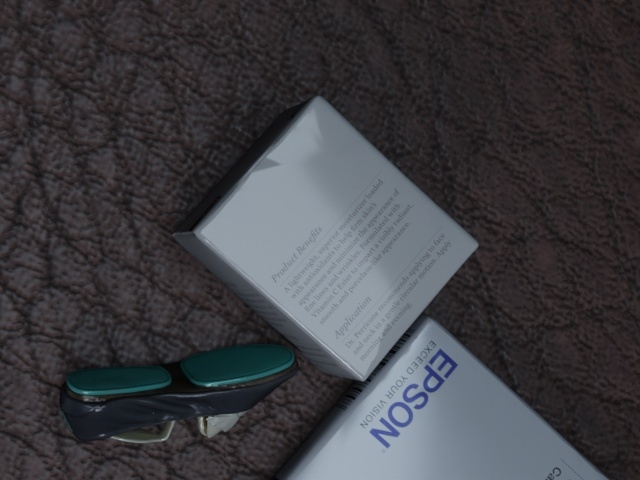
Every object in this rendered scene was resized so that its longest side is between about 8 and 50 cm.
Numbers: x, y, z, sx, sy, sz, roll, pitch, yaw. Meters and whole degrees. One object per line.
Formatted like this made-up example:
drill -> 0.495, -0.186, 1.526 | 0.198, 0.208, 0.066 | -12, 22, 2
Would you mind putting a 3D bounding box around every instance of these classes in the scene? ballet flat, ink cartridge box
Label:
ballet flat -> -0.118, 0.133, 1.464 | 0.203, 0.074, 0.074 | -7, 90, -17
ink cartridge box -> 0.102, 0.289, 1.498 | 0.330, 0.071, 0.324 | 42, 81, -6

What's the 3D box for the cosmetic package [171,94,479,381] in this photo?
cosmetic package -> 0.000, 0.000, 1.443 | 0.183, 0.151, 0.151 | 43, 81, -8
